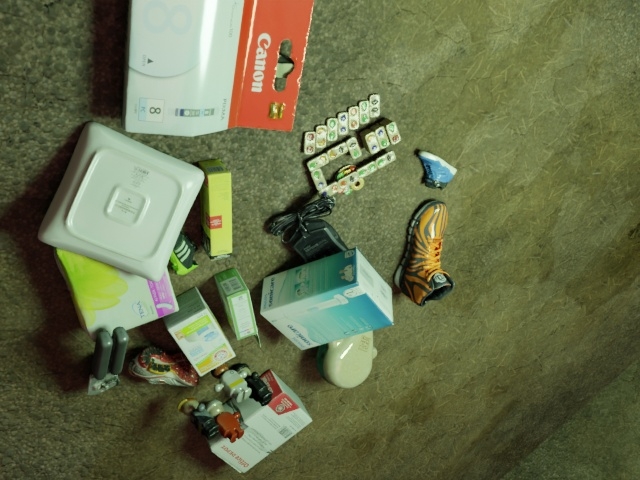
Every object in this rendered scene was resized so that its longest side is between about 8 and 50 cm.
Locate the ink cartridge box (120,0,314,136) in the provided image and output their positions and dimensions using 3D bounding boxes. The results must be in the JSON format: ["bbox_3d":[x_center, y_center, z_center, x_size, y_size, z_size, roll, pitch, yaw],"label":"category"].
[{"bbox_3d":[-0.210,-0.370,1.369,0.385,0.091,0.308,1,119,-20],"label":"ink cartridge box"}]

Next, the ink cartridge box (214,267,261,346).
[{"bbox_3d":[-0.220,0.190,1.748,0.062,0.109,0.209,-20,128,-16],"label":"ink cartridge box"}]

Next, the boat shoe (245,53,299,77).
[{"bbox_3d":[-0.114,-0.396,1.469,0.133,0.042,0.048,4,132,-22],"label":"boat shoe"}]

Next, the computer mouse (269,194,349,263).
[{"bbox_3d":[0.000,0.000,1.768,0.189,0.072,0.272,-26,125,10],"label":"computer mouse"}]

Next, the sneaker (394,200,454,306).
[{"bbox_3d":[0.336,0.053,1.921,0.125,0.180,0.321,-4,122,-28],"label":"sneaker"}]

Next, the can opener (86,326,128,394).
[{"bbox_3d":[-0.530,0.287,1.600,0.076,0.095,0.283,-13,146,-34],"label":"can opener"}]

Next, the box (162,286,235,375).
[{"bbox_3d":[-0.323,0.242,1.728,0.114,0.103,0.203,-29,130,-9],"label":"box"}]

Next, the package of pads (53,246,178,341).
[{"bbox_3d":[-0.479,0.081,1.536,0.229,0.101,0.296,-20,127,-17],"label":"package of pads"}]

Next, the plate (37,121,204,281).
[{"bbox_3d":[-0.420,-0.077,1.412,0.277,0.045,0.277,24,87,-23],"label":"plate"}]

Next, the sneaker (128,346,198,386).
[{"bbox_3d":[-0.419,0.348,1.772,0.093,0.088,0.225,-29,140,26],"label":"sneaker"}]

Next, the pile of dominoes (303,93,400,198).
[{"bbox_3d":[0.081,-0.234,1.666,0.251,0.040,0.195,-30,122,-9],"label":"pile of dominoes"}]

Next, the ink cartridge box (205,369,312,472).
[{"bbox_3d":[-0.195,0.554,1.997,0.273,0.114,0.197,-37,131,-3],"label":"ink cartridge box"}]

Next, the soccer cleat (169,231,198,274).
[{"bbox_3d":[-0.342,0.007,1.599,0.072,0.060,0.178,-27,137,-24],"label":"soccer cleat"}]

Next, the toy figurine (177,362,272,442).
[{"bbox_3d":[-0.266,0.442,1.826,0.213,0.148,0.209,-52,150,2],"label":"toy figurine"}]

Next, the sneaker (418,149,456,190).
[{"bbox_3d":[0.313,-0.190,1.829,0.152,0.058,0.084,23,99,-44],"label":"sneaker"}]

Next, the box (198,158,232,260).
[{"bbox_3d":[-0.252,-0.072,1.573,0.058,0.087,0.232,-10,125,-23],"label":"box"}]

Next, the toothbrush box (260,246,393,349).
[{"bbox_3d":[0.019,0.165,1.771,0.296,0.126,0.216,-21,135,23],"label":"toothbrush box"}]

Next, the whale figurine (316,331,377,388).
[{"bbox_3d":[0.083,0.312,2.006,0.216,0.141,0.271,25,81,-38],"label":"whale figurine"}]

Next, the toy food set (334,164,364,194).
[{"bbox_3d":[0.074,-0.160,1.740,0.083,0.020,0.083,-27,130,-11],"label":"toy food set"}]
